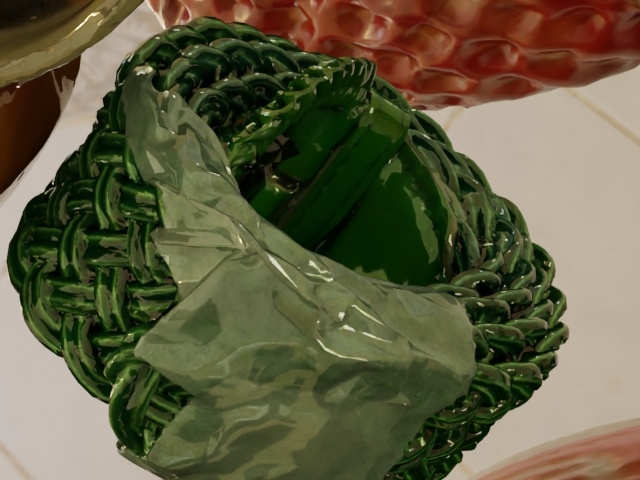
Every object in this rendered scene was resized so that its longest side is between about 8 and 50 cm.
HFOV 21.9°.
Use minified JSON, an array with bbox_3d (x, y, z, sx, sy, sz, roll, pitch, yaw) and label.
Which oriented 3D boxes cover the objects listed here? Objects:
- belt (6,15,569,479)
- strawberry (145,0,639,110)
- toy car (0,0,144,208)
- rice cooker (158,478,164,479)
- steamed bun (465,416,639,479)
[{"bbox_3d":[0.000,0.000,0.399,0.079,0.151,0.121,-48,65,26],"label":"belt"},{"bbox_3d":[0.043,-0.129,0.630,0.244,0.205,0.205,25,95,42],"label":"strawberry"},{"bbox_3d":[-0.116,-0.102,0.342,0.235,0.145,0.235,9,122,14],"label":"toy car"},{"bbox_3d":[-0.054,0.256,0.810,0.224,0.267,0.267,-29,62,-23],"label":"rice cooker"},{"bbox_3d":[0.127,0.195,0.488,0.374,0.241,0.374,-16,33,11],"label":"steamed bun"}]
